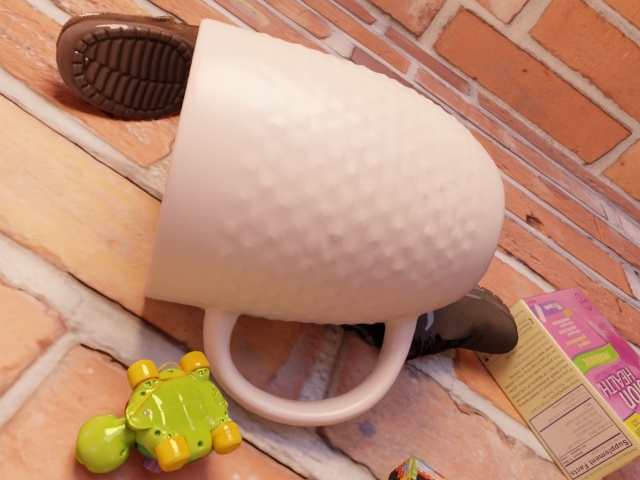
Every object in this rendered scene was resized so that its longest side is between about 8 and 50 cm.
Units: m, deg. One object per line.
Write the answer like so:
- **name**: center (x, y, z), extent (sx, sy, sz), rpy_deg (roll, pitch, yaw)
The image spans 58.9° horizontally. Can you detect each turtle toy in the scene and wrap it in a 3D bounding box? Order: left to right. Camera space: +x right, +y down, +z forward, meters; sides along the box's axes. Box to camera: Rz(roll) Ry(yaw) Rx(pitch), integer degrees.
- **turtle toy**: center (-0.133, 0.151, 0.469), extent (0.130, 0.066, 0.095), rpy_deg (-1, 49, -43)

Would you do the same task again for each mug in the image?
- **mug**: center (0.000, 0.000, 0.594), extent (0.328, 0.276, 0.374), rpy_deg (12, 79, -15)

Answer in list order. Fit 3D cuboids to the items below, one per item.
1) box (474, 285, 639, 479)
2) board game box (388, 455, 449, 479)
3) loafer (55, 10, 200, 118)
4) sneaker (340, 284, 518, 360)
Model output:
- **box**: center (0.385, 0.204, 0.850), extent (0.213, 0.117, 0.243), rpy_deg (-2, 50, -45)
- **board game box**: center (0.132, 0.315, 0.537), extent (0.170, 0.048, 0.141), rpy_deg (36, 35, -2)
- **loafer**: center (-0.240, -0.268, 0.854), extent (0.130, 0.134, 0.366), rpy_deg (39, 26, 22)
- **sneaker**: center (0.138, 0.112, 0.761), extent (0.286, 0.109, 0.130), rpy_deg (19, 42, -11)
